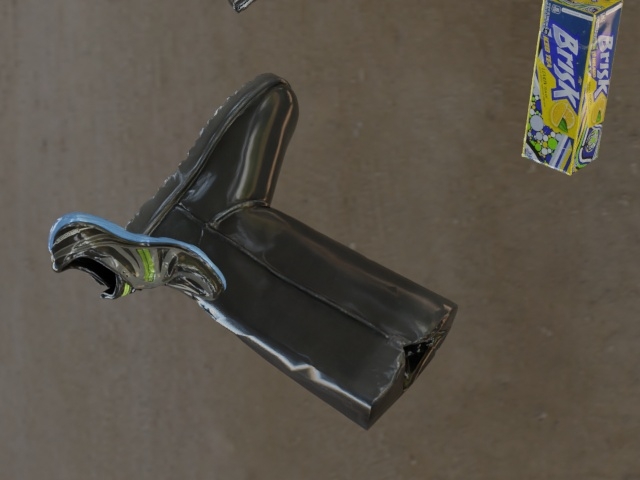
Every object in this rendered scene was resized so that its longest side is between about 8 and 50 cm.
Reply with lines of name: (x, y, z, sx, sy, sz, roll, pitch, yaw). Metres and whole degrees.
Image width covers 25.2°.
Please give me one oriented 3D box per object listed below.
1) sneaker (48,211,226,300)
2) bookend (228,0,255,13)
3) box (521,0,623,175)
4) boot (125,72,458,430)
sneaker: (-0.190, 0.031, 1.469, 0.067, 0.188, 0.078, 134, 148, -56)
bookend: (-0.043, -0.266, 0.952, 0.156, 0.157, 0.072, -36, 30, 3)
box: (0.239, -0.153, 1.363, 0.059, 0.054, 0.169, 25, 128, 32)
boot: (-0.001, 0.002, 1.986, 0.445, 0.146, 0.367, 30, 74, 25)
